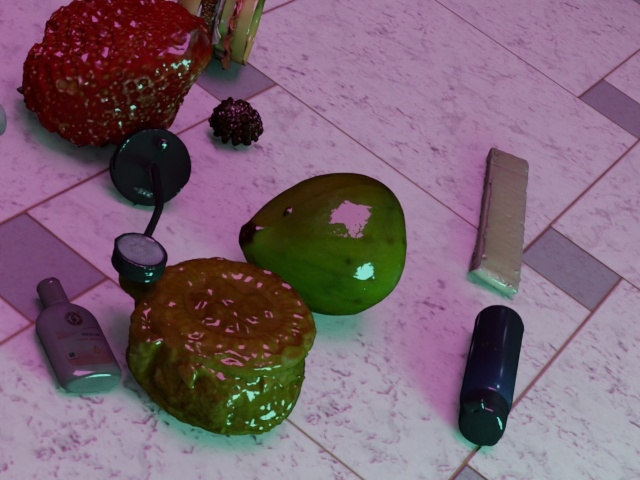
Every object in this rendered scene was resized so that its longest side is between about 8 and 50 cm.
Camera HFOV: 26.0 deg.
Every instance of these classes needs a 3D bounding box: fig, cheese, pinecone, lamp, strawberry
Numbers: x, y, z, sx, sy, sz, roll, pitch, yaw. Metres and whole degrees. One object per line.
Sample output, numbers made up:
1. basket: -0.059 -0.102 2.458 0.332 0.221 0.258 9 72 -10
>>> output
1. fig: 0.000 0.000 1.878 0.225 0.203 0.203 11 37 -35
2. cheese: 0.301 -0.040 2.286 0.085 0.034 0.400 25 35 -4
3. pinecone: -0.129 -0.179 2.139 0.083 0.077 0.077 41 19 -44
4. lamp: -0.223 -0.022 1.797 0.130 0.108 0.371 15 29 -18
5. strawberry: -0.289 -0.257 1.981 0.261 0.257 0.261 15 45 -15

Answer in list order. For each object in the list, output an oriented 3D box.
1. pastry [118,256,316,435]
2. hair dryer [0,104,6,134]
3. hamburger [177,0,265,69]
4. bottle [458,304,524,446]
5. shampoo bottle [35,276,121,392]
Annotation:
1. pastry: -0.129 0.133 1.695 0.235 0.132 0.240 1 34 -21
2. hair dryer: -0.502 -0.190 1.918 0.082 0.047 0.137 -10 44 -41
3. hamburger: -0.170 -0.370 2.281 0.137 0.175 0.175 15 35 -1
4. bottle: 0.236 0.187 1.914 0.072 0.082 0.244 -12 27 21
5. shampoo bottle: -0.300 0.112 1.663 0.080 0.040 0.165 -3 45 -35
